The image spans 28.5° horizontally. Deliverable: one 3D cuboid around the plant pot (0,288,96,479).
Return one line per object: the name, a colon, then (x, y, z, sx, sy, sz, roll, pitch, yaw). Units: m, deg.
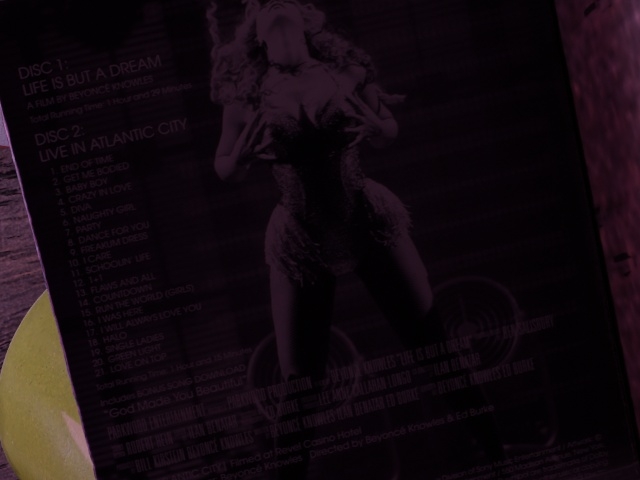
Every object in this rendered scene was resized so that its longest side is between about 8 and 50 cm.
plant pot: (-0.070, 0.167, 0.951, 0.293, 0.275, 0.274, 34, 139, 55)

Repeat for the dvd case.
dvd case: (0.000, 0.000, 0.379, 0.018, 0.165, 0.221, -143, 39, -79)

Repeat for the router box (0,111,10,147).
router box: (-0.277, -0.249, 1.046, 0.082, 0.301, 0.335, -137, 53, -79)
